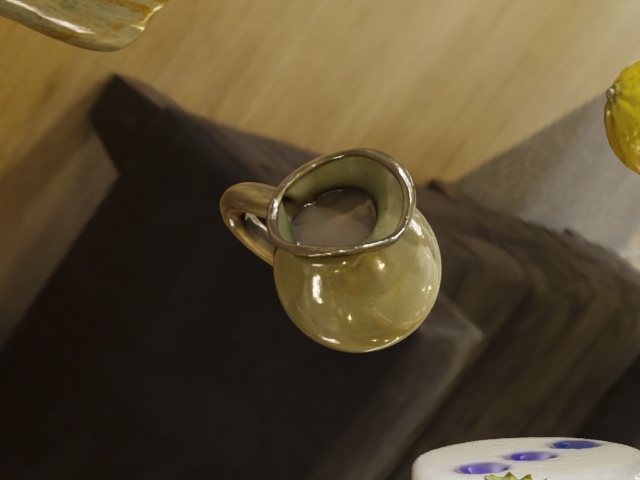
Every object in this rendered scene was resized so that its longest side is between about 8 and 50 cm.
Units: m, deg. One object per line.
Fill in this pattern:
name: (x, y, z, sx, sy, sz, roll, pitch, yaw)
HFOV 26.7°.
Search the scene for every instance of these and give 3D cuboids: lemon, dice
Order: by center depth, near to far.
dice: (0.243, 0.384, 1.472, 0.304, 0.277, 0.304, -4, 91, -87)
lemon: (0.508, -0.173, 1.916, 0.231, 0.192, 0.192, 13, 127, -15)

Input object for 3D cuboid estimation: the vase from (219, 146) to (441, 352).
vase: (0.000, 0.000, 1.905, 0.241, 0.329, 0.302, -63, 154, -21)

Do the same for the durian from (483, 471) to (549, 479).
durian: (0.178, 0.318, 1.066, 0.172, 0.166, 0.306, -35, -168, 43)

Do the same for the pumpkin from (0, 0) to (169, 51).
pumpkin: (-0.194, -0.337, 1.260, 0.199, 0.332, 0.332, 22, 112, -27)
